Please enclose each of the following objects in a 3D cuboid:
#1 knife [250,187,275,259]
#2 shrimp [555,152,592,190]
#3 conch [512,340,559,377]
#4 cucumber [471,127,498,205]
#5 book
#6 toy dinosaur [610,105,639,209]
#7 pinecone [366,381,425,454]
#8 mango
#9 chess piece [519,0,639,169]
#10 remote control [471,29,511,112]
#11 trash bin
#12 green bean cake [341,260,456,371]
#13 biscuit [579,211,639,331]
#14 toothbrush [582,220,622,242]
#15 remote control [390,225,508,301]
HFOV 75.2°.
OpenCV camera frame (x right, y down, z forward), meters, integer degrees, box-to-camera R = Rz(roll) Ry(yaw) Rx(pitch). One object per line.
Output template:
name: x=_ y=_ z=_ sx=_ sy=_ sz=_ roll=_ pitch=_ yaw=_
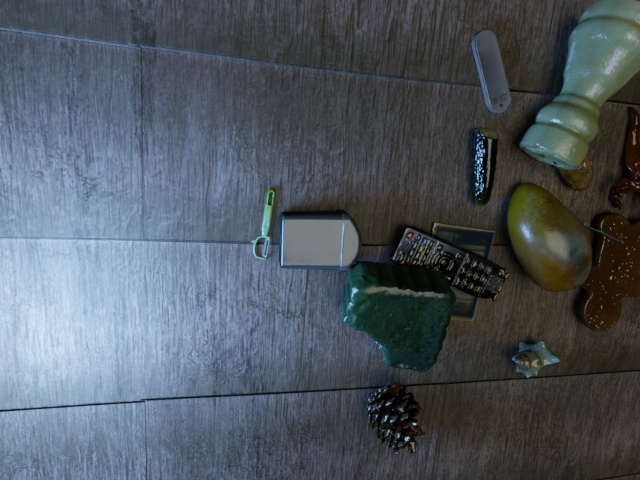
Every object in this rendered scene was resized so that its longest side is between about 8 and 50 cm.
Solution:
knife: x=-0.165 y=-0.049 z=1.206 sx=0.054 sy=0.015 sz=0.211 roll=10 pitch=101 yaw=-7
shrimp: x=0.840 y=-0.248 z=1.378 sx=0.187 sy=0.052 sz=0.132 roll=39 pitch=73 yaw=-23
conch: x=0.766 y=0.408 z=1.471 sx=0.234 sy=0.137 sz=0.114 roll=-13 pitch=76 yaw=-21
cucumber: x=0.507 y=-0.227 z=1.289 sx=0.075 sy=0.074 sz=0.241 roll=-6 pitch=106 yaw=-11
book: x=0.442 y=0.110 z=1.378 sx=0.229 sy=0.018 sz=0.322 roll=8 pitch=101 yaw=-13
toy dinosaur: x=1.069 y=-0.214 z=1.402 sx=0.208 sy=0.097 sz=0.432 roll=-33 pitch=100 yaw=5
pinecone: x=0.242 y=0.572 z=1.343 sx=0.179 sy=0.204 sz=0.184 roll=-37 pitch=124 yaw=1
mango: x=0.728 y=-0.007 z=1.330 sx=0.222 sy=0.199 sz=0.383 roll=-24 pitch=95 yaw=1
chess piece: x=0.783 y=-0.444 z=1.236 sx=0.234 sy=0.234 sz=0.441 roll=23 pitch=102 yaw=-17
remote control: x=0.515 y=-0.505 z=1.252 sx=0.077 sy=0.022 sz=0.244 roll=-24 pitch=107 yaw=-4
trash bin: x=0.000 y=0.000 z=1.212 sx=0.237 sy=0.101 sz=0.176 roll=0 pitch=104 yaw=-11
green bean cake: x=0.215 y=0.223 z=1.253 sx=0.308 sy=0.169 sz=0.300 roll=8 pitch=116 yaw=-5
biscuit: x=1.029 y=0.115 z=1.488 sx=0.283 sy=0.064 sz=0.431 roll=9 pitch=99 yaw=-8
toothbrush: x=0.963 y=-0.028 z=1.417 sx=0.167 sy=0.011 sz=0.014 roll=23 pitch=90 yaw=-9
remote control: x=0.409 y=0.070 z=1.321 sx=0.399 sy=0.062 sz=0.144 roll=23 pitch=97 yaw=-14
